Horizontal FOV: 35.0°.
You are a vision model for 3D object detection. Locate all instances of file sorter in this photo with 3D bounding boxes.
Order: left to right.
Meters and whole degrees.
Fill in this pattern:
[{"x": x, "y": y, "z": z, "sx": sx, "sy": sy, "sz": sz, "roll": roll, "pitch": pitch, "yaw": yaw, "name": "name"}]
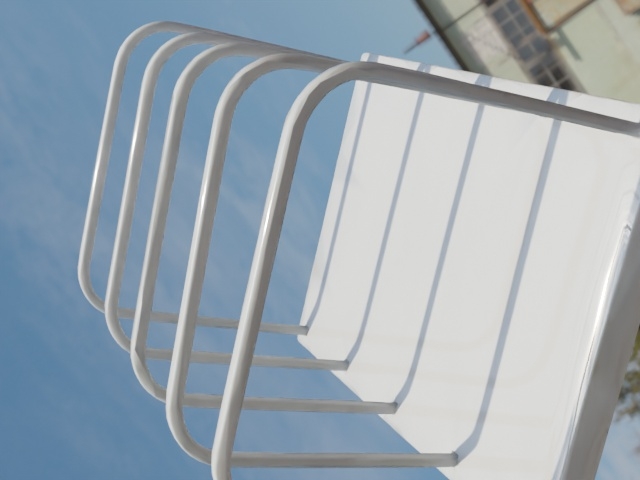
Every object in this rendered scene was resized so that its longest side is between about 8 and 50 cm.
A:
[{"x": 0.000, "y": 0.000, "z": 0.500, "sx": 0.173, "sy": 0.193, "sz": 0.278, "roll": 8, "pitch": -169, "yaw": -26, "name": "file sorter"}]
